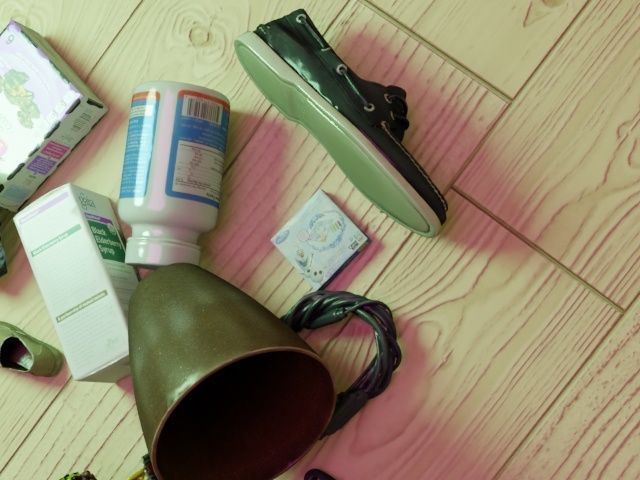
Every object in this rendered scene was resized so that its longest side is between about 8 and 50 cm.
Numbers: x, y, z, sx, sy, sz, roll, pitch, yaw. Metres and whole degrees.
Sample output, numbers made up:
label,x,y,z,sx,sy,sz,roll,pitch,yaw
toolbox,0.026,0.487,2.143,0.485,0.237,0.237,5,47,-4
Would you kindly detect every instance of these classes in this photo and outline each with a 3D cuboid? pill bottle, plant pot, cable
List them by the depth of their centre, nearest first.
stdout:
label,x,y,z,sx,sy,sz,roll,pitch,yaw
plant pot,-0.128,0.132,1.240,0.215,0.215,0.230,-45,46,8
cable,0.010,0.134,1.295,0.184,0.047,0.150,-48,65,11
pill bottle,-0.183,-0.075,1.351,0.124,0.124,0.221,5,83,20

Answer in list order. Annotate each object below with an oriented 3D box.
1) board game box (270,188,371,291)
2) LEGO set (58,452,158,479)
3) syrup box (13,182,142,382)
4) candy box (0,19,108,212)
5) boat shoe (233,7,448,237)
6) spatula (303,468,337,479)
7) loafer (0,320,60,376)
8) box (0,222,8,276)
label,x,y,z,sx,sy,sz,roll,pitch,yaw
board game box,0.000,0.000,1.329,0.090,0.020,0.090,-45,71,8
LEGO set,-0.146,0.355,1.206,0.192,0.255,0.331,-36,75,11
syrup box,-0.288,0.055,1.383,0.096,0.093,0.237,-28,73,14
candy box,-0.411,-0.165,1.473,0.196,0.070,0.165,-47,71,8
boat shoe,0.046,-0.149,1.287,0.113,0.127,0.340,-40,67,-15
spatula,0.102,0.339,1.233,0.296,0.030,0.084,29,91,22
loafer,-0.410,0.139,1.435,0.148,0.050,0.056,13,86,21
box,-0.526,-0.047,1.458,0.233,0.044,0.159,19,126,24
